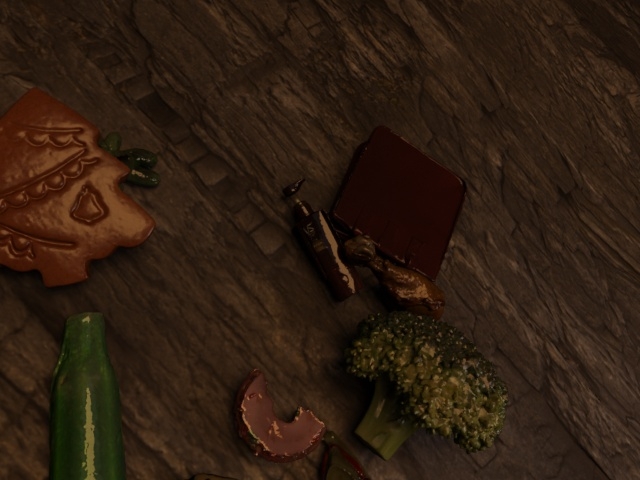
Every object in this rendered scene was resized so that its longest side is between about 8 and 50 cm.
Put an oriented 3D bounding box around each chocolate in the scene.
[{"bbox_3d":[-0.325,0.245,0.826,0.110,0.110,0.291,2,66,-27],"label":"chocolate"}]

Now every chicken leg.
[{"bbox_3d":[0.138,0.074,1.113,0.251,0.107,0.087,42,35,-27],"label":"chicken leg"}]

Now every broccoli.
[{"bbox_3d":[0.174,0.240,1.016,0.288,0.235,0.259,32,48,32],"label":"broccoli"}]

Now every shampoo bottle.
[{"bbox_3d":[0.002,-0.001,1.112,0.068,0.067,0.236,-30,86,-13],"label":"shampoo bottle"}]

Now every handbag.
[{"bbox_3d":[0.159,-0.072,1.219,0.260,0.084,0.276,31,59,-13],"label":"handbag"}]

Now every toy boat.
[{"bbox_3d":[0.046,0.405,0.968,0.089,0.071,0.185,-27,81,10],"label":"toy boat"}]

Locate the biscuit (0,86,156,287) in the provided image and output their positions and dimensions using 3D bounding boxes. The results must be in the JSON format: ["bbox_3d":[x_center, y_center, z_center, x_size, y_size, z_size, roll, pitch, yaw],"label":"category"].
[{"bbox_3d":[-0.409,-0.083,0.895,0.283,0.043,0.307,-11,86,-16],"label":"biscuit"}]

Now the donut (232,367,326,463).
[{"bbox_3d":[-0.078,0.297,0.949,0.166,0.065,0.117,40,55,-6],"label":"donut"}]

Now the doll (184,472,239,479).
[{"bbox_3d":[-0.130,0.404,0.868,0.179,0.102,0.089,42,95,-7],"label":"doll"}]

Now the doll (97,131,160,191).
[{"bbox_3d":[-0.341,-0.132,0.994,0.150,0.077,0.115,1,79,-39],"label":"doll"}]
